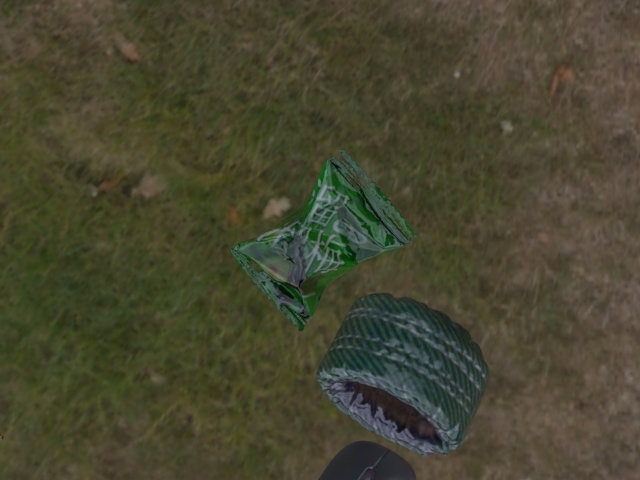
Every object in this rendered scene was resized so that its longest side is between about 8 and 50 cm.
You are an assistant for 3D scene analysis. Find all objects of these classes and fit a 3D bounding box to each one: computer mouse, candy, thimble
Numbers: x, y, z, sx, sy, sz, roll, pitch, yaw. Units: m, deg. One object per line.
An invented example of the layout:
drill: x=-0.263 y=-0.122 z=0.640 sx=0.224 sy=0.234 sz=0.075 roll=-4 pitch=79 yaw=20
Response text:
computer mouse: x=0.027 y=0.354 z=1.502 sx=0.120 sy=0.057 sz=0.232 roll=28 pitch=86 yaw=30
candy: x=-0.001 y=-0.003 z=1.522 sx=0.203 sy=0.078 sz=0.141 roll=-39 pitch=119 yaw=19
thimble: x=0.071 y=0.112 z=1.041 sx=0.135 sy=0.090 sz=0.118 roll=34 pitch=154 yaw=-7

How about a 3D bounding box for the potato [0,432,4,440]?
potato: x=-0.372 y=0.209 z=1.227 sx=0.109 sy=0.118 sz=0.178 roll=15 pitch=92 yaw=2
